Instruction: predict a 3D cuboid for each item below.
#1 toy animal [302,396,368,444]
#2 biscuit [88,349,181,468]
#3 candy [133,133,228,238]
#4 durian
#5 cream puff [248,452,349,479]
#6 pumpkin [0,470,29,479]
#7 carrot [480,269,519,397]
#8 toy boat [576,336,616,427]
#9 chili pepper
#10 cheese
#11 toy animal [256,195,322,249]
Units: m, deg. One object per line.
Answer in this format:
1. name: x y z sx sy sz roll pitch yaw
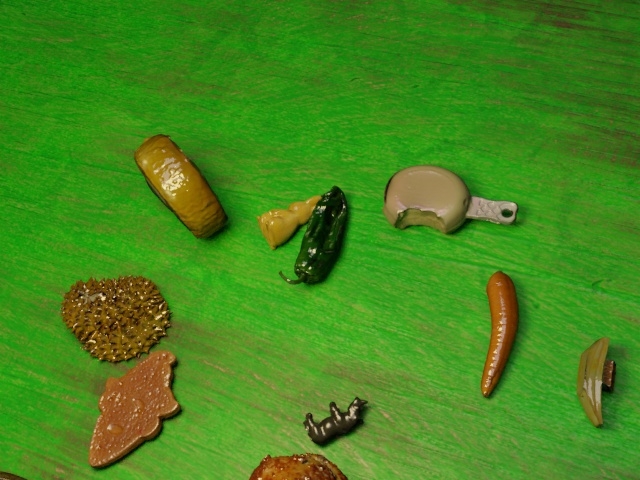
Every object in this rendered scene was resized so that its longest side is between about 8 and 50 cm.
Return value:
1. toy animal: 0.034 0.350 1.875 0.136 0.047 0.065 -27 61 -4
2. biscuit: -0.387 0.351 1.986 0.183 0.043 0.280 20 71 29
3. candy: -0.308 -0.121 2.130 0.118 0.260 0.260 -40 58 -5
4. durian: -0.450 0.157 2.073 0.250 0.138 0.183 -5 49 5
5. cream puff: -0.025 0.482 1.695 0.164 0.240 0.240 -52 48 34
6. pumpkin: -0.666 0.531 1.897 0.248 0.126 0.131 -6 56 12
7. carrot: 0.357 0.180 1.890 0.066 0.062 0.271 14 62 -15
8. toy boat: 0.519 0.263 1.793 0.066 0.065 0.172 14 65 0
9. chili pepper: 0.000 -0.004 2.077 0.074 0.100 0.257 -33 31 50
10. cheese: 0.279 -0.078 2.052 0.286 0.082 0.163 12 64 20
11. toy animal: -0.057 -0.050 2.141 0.159 0.083 0.070 -32 29 -19
